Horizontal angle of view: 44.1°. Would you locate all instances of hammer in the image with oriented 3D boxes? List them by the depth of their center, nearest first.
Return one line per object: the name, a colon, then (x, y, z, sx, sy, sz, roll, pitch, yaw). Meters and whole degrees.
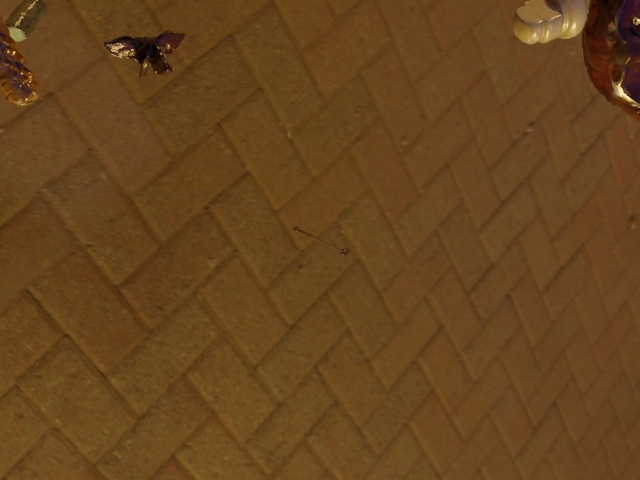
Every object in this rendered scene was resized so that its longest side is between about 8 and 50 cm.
hammer: (0.000, 0.000, 1.491, 0.029, 0.123, 0.014, -29, 139, -60)

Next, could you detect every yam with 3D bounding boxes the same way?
yam: (-0.483, -0.358, 1.285, 0.043, 0.043, 0.094, 48, 40, -34)

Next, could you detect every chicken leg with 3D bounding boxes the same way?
chicken leg: (0.338, -0.196, 0.769, 0.096, 0.158, 0.407, -88, 161, -49)

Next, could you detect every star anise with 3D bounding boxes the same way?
star anise: (-0.369, -0.374, 1.678, 0.140, 0.158, 0.144, -73, 180, -49)

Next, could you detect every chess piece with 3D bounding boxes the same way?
chess piece: (0.518, -0.442, 1.403, 0.397, 0.117, 0.117, -22, 113, -14)

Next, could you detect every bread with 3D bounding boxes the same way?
bread: (-0.418, -0.248, 1.026, 0.157, 0.052, 0.044, 64, 29, -9)
